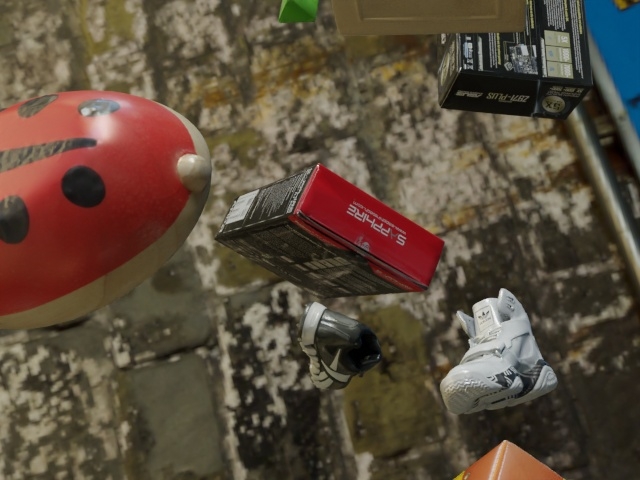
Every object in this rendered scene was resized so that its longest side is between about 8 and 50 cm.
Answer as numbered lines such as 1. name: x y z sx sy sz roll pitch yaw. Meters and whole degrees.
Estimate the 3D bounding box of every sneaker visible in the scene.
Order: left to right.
1. sneaker: 0.037 0.167 1.270 0.234 0.106 0.078 73 35 -59
2. sneaker: 0.316 0.211 1.713 0.365 0.137 0.210 9 56 -52

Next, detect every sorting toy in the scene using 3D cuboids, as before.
1. sorting toy: 0.094 -0.258 0.793 0.196 0.347 0.047 69 27 -59

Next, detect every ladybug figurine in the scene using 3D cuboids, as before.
1. ladybug figurine: -0.336 -0.054 1.076 0.162 0.449 0.305 43 41 -51

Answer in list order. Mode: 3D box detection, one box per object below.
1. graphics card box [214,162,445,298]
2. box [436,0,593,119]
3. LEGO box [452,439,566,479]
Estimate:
1. graphics card box: 0.000 0.000 1.400 0.371 0.232 0.094 -15 -132 65
2. box: 0.206 -0.233 0.973 0.077 0.147 0.180 111 -19 -67
3. LEGO box: 0.058 0.465 0.685 0.193 0.372 0.500 36 39 -2
